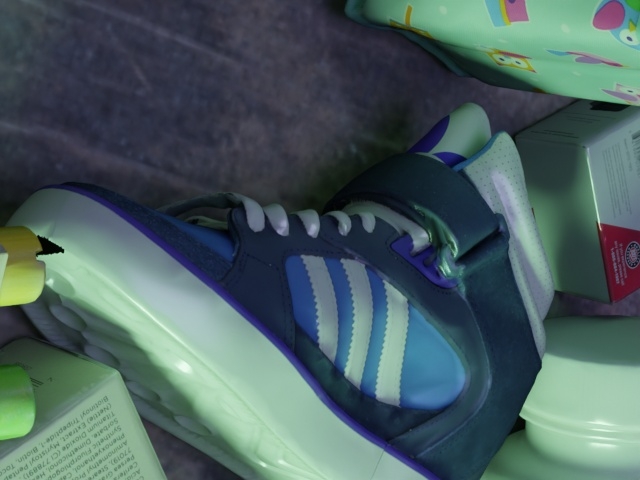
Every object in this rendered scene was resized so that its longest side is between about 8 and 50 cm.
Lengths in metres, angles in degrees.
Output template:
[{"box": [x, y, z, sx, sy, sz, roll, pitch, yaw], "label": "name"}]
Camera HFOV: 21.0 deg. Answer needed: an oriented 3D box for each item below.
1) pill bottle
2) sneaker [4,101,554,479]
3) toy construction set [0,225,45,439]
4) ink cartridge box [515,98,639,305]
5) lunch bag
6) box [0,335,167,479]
[{"box": [0.179, 0.214, 1.054, 0.176, 0.176, 0.319, -8, 103, -38], "label": "pill bottle"}, {"box": [0.001, 0.000, 0.913, 0.323, 0.130, 0.236, 41, 62, -32], "label": "sneaker"}, {"box": [-0.208, 0.135, 0.694, 0.151, 0.215, 0.328, 11, 91, -40], "label": "toy construction set"}, {"box": [0.205, -0.042, 1.098, 0.150, 0.063, 0.109, -28, 115, -33], "label": "ink cartridge box"}, {"box": [0.160, -0.213, 0.925, 0.160, 0.223, 0.262, 23, 82, -46], "label": "lunch bag"}, {"box": [-0.114, 0.193, 0.862, 0.113, 0.094, 0.275, -34, 119, -29], "label": "box"}]
